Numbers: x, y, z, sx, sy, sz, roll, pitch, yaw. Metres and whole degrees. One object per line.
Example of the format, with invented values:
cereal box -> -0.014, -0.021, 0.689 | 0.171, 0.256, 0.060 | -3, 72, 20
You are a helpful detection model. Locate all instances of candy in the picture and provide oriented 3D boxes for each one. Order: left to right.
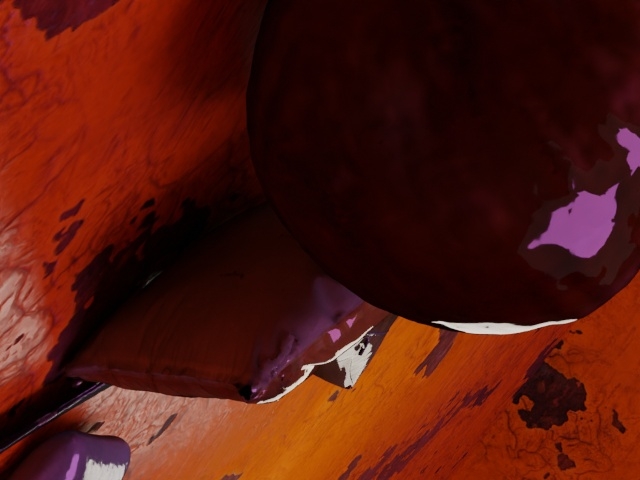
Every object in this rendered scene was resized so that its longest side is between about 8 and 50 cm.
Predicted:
candy -> -0.263, 0.251, 1.789 | 0.138, 0.071, 0.174 | -48, 165, 1

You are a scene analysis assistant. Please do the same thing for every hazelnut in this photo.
hazelnut -> 0.124, -0.139, 1.396 | 0.421, 0.353, 0.421 | -12, 114, -29

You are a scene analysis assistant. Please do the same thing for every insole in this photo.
insole -> -0.232, 0.156, 1.689 | 0.309, 0.012, 0.110 | -31, 178, -44

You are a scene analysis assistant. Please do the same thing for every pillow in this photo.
pillow -> -0.045, 0.047, 1.610 | 0.312, 0.119, 0.310 | -40, -160, -31

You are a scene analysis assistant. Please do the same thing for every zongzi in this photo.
zongzi -> 0.054, 0.037, 2.070 | 0.256, 0.115, 0.228 | -52, 161, -10
